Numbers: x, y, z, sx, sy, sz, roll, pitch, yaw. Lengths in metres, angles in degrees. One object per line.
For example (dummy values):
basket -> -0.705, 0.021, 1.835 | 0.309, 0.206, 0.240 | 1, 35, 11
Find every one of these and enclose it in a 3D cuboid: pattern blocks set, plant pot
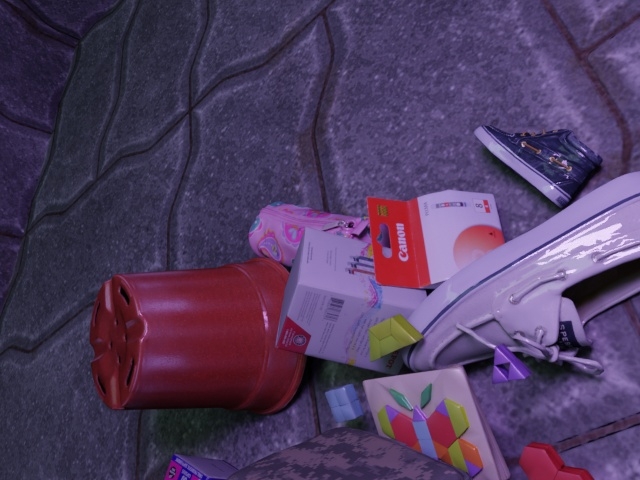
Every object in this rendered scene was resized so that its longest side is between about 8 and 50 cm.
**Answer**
pattern blocks set -> 0.131, 0.227, 0.740 | 0.325, 0.026, 0.285 | -45, 66, 45
plant pot -> -0.207, 0.158, 1.004 | 0.273, 0.265, 0.272 | -5, 83, 50

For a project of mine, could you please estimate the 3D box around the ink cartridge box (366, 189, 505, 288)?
ink cartridge box -> 0.159, -0.005, 0.840 | 0.045, 0.180, 0.145 | 116, 156, -54

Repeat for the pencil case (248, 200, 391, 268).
pencil case -> 0.000, 0.000, 1.041 | 0.284, 0.124, 0.124 | 12, 77, 51

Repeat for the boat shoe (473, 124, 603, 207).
boat shoe -> 0.293, -0.125, 0.851 | 0.083, 0.065, 0.183 | -49, 48, 13

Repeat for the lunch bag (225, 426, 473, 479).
lunch bag -> 0.043, 0.373, 0.677 | 0.305, 0.213, 0.255 | -12, 94, 60

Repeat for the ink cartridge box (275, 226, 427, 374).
ink cartridge box -> 0.043, 0.084, 0.861 | 0.127, 0.176, 0.128 | -84, 11, -54

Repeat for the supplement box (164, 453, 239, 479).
supplement box -> -0.203, 0.471, 0.996 | 0.111, 0.114, 0.219 | 6, 75, 48

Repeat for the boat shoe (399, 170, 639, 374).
boat shoe -> 0.264, 0.087, 0.718 | 0.367, 0.136, 0.156 | -34, 49, 16
